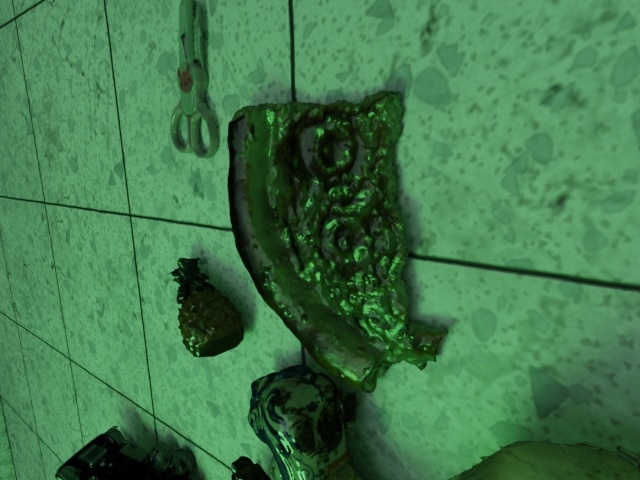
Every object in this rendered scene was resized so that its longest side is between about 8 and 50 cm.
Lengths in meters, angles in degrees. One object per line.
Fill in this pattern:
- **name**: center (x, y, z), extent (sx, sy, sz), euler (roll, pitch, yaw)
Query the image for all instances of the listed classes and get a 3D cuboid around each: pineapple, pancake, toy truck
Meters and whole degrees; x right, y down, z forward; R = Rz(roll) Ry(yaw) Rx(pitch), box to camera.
- **pineapple**: center (-0.208, 0.108, 0.741), extent (0.108, 0.108, 0.198), euler (-55, 53, 33)
- **pancake**: center (-0.004, 0.000, 0.563), extent (0.304, 0.066, 0.427), euler (-10, 92, 38)
- **toy truck**: center (-0.422, 0.570, 0.947), extent (0.363, 0.176, 0.178), euler (7, 114, 27)

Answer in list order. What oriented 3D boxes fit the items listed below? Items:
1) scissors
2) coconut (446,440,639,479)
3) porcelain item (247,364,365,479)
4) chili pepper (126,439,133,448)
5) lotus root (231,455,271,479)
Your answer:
- **scissors**: center (-0.212, -0.261, 0.694), extent (0.118, 0.030, 0.242), euler (19, 116, 35)
- **coconut**: center (0.207, 0.363, 0.299), extent (0.346, 0.346, 0.361), euler (10, 105, 37)
- **porcelain item**: center (-0.022, 0.328, 0.607), extent (0.186, 0.137, 0.288), euler (-24, 82, 47)
- **chili pepper**: center (-0.504, 0.610, 1.116), extent (0.227, 0.059, 0.088), euler (50, 120, 21)
- **lotus root**: center (-0.107, 0.484, 0.683), extent (0.182, 0.182, 0.310), euler (16, 109, 36)
